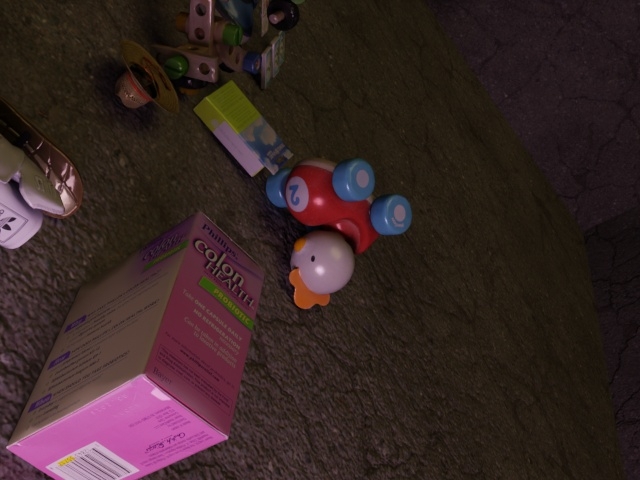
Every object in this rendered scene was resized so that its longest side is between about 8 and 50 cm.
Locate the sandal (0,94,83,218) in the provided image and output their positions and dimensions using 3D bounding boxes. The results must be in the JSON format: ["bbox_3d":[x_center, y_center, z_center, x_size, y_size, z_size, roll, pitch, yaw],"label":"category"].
[{"bbox_3d":[-0.358,-0.110,0.971,0.180,0.072,0.049,50,8,-11],"label":"sandal"}]

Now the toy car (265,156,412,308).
[{"bbox_3d":[0.000,0.000,1.367,0.210,0.219,0.238,40,63,-34],"label":"toy car"}]

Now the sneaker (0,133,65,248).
[{"bbox_3d":[-0.347,-0.053,0.736,0.210,0.137,0.366,49,-3,-30],"label":"sneaker"}]

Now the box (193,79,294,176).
[{"bbox_3d":[-0.135,-0.195,1.408,0.178,0.042,0.109,49,33,-9],"label":"box"}]

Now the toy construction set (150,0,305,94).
[{"bbox_3d":[-0.222,-0.396,1.326,0.308,0.257,0.237,39,42,2],"label":"toy construction set"}]

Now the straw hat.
[{"bbox_3d":[-0.282,-0.236,1.205,0.144,0.061,0.144,53,14,-20],"label":"straw hat"}]

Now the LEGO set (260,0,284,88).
[{"bbox_3d":[-0.077,-0.454,1.607,0.182,0.060,0.244,-68,165,-56],"label":"LEGO set"}]

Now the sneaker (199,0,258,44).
[{"bbox_3d":[-0.143,-0.581,1.564,0.130,0.236,0.323,14,52,-54],"label":"sneaker"}]

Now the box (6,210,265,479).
[{"bbox_3d":[-0.192,0.124,0.859,0.117,0.213,0.243,44,31,-28],"label":"box"}]
